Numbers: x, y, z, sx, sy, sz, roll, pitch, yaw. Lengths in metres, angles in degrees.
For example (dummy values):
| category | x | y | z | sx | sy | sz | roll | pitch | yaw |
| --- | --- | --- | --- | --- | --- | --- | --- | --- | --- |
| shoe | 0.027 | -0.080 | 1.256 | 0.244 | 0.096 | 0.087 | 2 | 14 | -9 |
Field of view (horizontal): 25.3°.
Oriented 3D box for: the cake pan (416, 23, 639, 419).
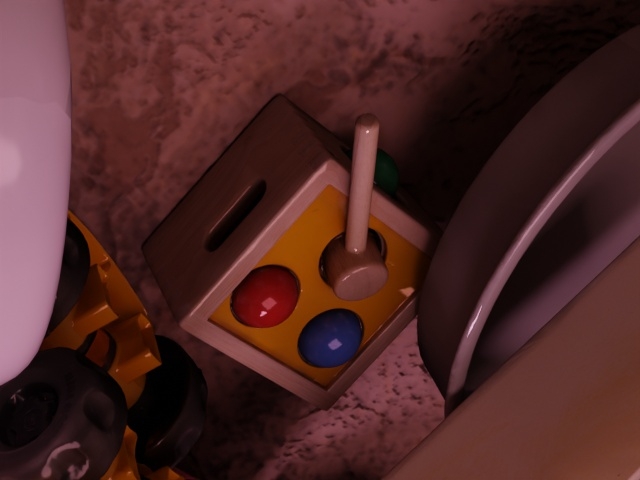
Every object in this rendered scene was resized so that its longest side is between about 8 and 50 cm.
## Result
| category | x | y | z | sx | sy | sz | roll | pitch | yaw |
| --- | --- | --- | --- | --- | --- | --- | --- | --- | --- |
| cake pan | 0.163 | -0.002 | 0.758 | 0.293 | 0.054 | 0.293 | -30 | 144 | -24 |

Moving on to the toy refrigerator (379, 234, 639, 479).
| category | x | y | z | sx | sy | sz | roll | pitch | yaw |
| --- | --- | --- | --- | --- | --- | --- | --- | --- | --- |
| toy refrigerator | 0.106 | 0.129 | 0.691 | 0.269 | 0.094 | 0.102 | -41 | 147 | -10 |

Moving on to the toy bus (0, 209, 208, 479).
| category | x | y | z | sx | sy | sz | roll | pitch | yaw |
| --- | --- | --- | --- | --- | --- | --- | --- | --- | --- |
| toy bus | -0.161 | 0.109 | 0.640 | 0.211 | 0.220 | 0.149 | -29 | 134 | 3 |

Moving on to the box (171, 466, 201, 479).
| category | x | y | z | sx | sy | sz | roll | pitch | yaw |
| --- | --- | --- | --- | --- | --- | --- | --- | --- | --- |
| box | -0.136 | 0.263 | 0.731 | 0.300 | 0.142 | 0.154 | -53 | 130 | -17 |

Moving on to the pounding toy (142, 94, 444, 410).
| category | x | y | z | sx | sy | sz | roll | pitch | yaw |
| --- | --- | --- | --- | --- | --- | --- | --- | --- | --- |
| pounding toy | 0.000 | 0.000 | 0.708 | 0.141 | 0.100 | 0.130 | -48 | 128 | 10 |

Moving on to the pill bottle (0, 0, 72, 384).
| category | x | y | z | sx | sy | sz | roll | pitch | yaw |
| --- | --- | --- | --- | --- | --- | --- | --- | --- | --- |
| pill bottle | -0.302 | -0.046 | 0.456 | 0.408 | 0.229 | 0.229 | -4 | 123 | -23 |
